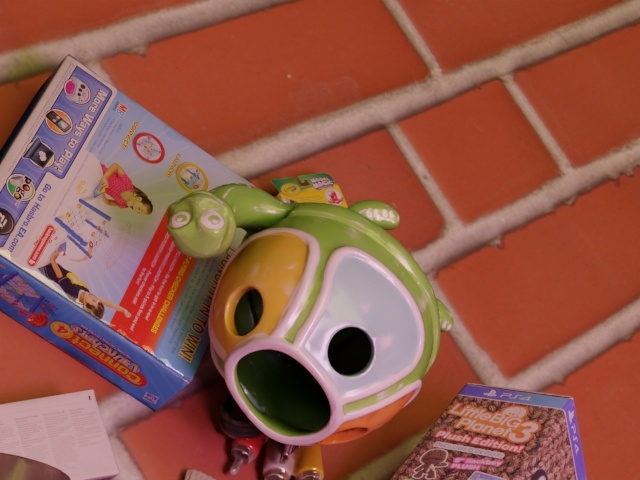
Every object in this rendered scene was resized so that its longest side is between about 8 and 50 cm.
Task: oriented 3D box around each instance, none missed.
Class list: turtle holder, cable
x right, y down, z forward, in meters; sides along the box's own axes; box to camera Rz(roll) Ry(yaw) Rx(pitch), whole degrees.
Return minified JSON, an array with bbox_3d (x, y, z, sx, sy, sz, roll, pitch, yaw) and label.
[{"bbox_3d":[-0.011,0.076,1.855,0.227,0.243,0.320,-55,137,-52],"label":"turtle holder"},{"bbox_3d":[-0.041,0.185,2.015,0.139,0.072,0.287,22,36,-3],"label":"cable"}]

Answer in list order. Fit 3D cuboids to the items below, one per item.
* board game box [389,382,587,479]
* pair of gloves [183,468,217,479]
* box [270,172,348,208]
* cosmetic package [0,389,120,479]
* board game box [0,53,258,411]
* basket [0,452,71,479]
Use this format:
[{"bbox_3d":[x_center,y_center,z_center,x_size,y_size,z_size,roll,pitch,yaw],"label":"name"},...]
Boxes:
[{"bbox_3d":[0.182,0.341,1.925,0.291,0.141,0.232,-45,130,-45],"label":"board game box"},{"bbox_3d":[-0.081,0.359,1.814,0.240,0.042,0.204,30,43,5],"label":"pair of gloves"},{"bbox_3d":[0.000,0.000,2.159,0.105,0.043,0.179,-8,70,-40],"label":"box"},{"bbox_3d":[-0.331,0.221,1.740,0.239,0.060,0.099,-5,69,-39],"label":"cosmetic package"},{"bbox_3d":[-0.240,-0.012,1.949,0.302,0.086,0.308,36,46,-14],"label":"board game box"},{"bbox_3d":[-0.315,0.321,1.583,0.204,0.154,0.227,30,58,-43],"label":"basket"}]
